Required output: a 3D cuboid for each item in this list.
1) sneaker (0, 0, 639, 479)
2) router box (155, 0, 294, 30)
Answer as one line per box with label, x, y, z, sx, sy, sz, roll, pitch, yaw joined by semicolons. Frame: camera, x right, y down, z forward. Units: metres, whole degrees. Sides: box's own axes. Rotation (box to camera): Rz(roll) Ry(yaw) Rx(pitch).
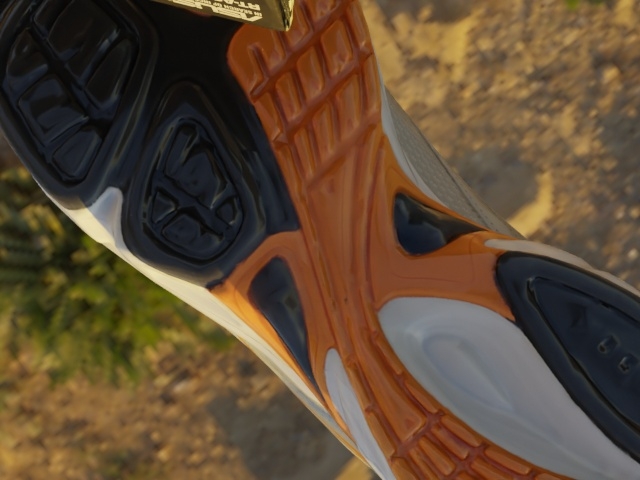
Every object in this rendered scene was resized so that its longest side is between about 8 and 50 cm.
sneaker;0.000;0.000;0.522;0.262;0.099;0.121;49;175;10
router box;-0.054;-0.108;0.430;0.122;0.092;0.038;14;168;9
